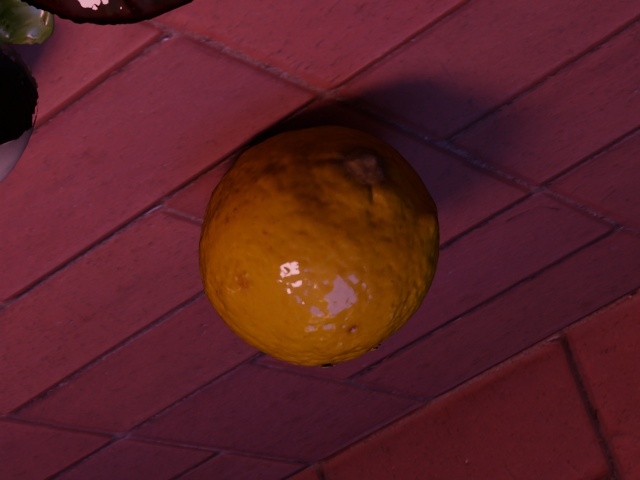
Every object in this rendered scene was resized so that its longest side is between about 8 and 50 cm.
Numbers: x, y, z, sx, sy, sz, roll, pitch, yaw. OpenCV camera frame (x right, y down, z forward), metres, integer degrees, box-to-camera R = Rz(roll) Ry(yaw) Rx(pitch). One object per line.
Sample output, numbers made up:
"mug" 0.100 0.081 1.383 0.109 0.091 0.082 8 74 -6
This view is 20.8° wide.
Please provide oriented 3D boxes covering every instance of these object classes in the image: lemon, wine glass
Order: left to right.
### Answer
"wine glass" -0.464 -0.104 2.130 0.190 0.190 0.357 -5 151 -27
"lemon" 0.000 0.000 2.507 0.349 0.350 0.387 -8 151 -22

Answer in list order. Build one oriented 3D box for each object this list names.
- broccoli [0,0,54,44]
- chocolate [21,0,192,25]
"broccoli" -0.416 -0.211 1.824 0.297 0.298 0.297 -21 158 -22
"chocolate" -0.201 -0.364 1.681 0.283 0.284 0.186 -15 140 -9
